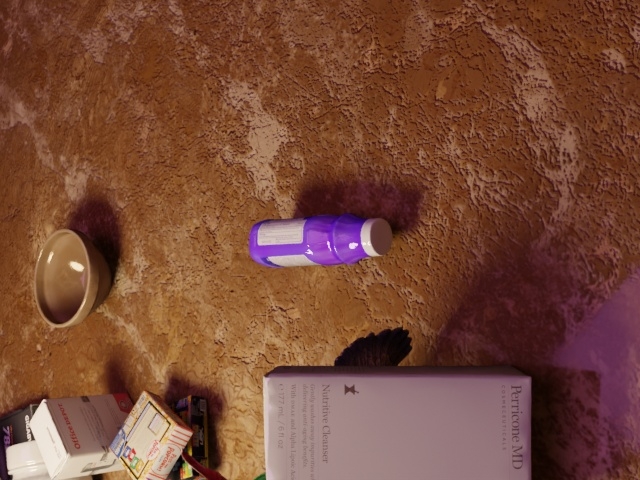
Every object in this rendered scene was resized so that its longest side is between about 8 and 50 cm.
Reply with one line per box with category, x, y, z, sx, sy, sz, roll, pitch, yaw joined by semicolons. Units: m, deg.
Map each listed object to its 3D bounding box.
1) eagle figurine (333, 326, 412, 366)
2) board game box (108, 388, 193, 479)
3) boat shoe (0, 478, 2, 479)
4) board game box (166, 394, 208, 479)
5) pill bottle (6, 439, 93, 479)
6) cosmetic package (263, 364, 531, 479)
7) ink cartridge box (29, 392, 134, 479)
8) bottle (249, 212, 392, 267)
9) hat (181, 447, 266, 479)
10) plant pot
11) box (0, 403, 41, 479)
eagle figurine;0.068;0.305;1.463;0.298;0.226;0.225;-36;42;39
board game box;-0.353;0.413;1.809;0.147;0.045;0.193;-59;34;-4
boat shoe;-0.768;0.744;2.092;0.156;0.187;0.500;-28;94;42
board game box;-0.298;0.427;1.840;0.141;0.048;0.170;-27;56;35
pill bottle;-0.620;0.647;2.019;0.204;0.204;0.361;-25;69;37
cosmetic package;0.114;0.297;1.309;0.385;0.156;0.217;-2;87;3
ink cartridge box;-0.507;0.429;1.933;0.092;0.218;0.158;-52;55;25
bottle;0.000;0.000;1.597;0.283;0.118;0.092;-4;82;42
hat;-0.165;0.519;1.633;0.208;0.183;0.173;32;104;45
plant pot;-0.582;0.092;2.109;0.237;0.110;0.237;-5;83;40
box;-0.779;0.599;2.256;0.293;0.073;0.295;-26;70;37
